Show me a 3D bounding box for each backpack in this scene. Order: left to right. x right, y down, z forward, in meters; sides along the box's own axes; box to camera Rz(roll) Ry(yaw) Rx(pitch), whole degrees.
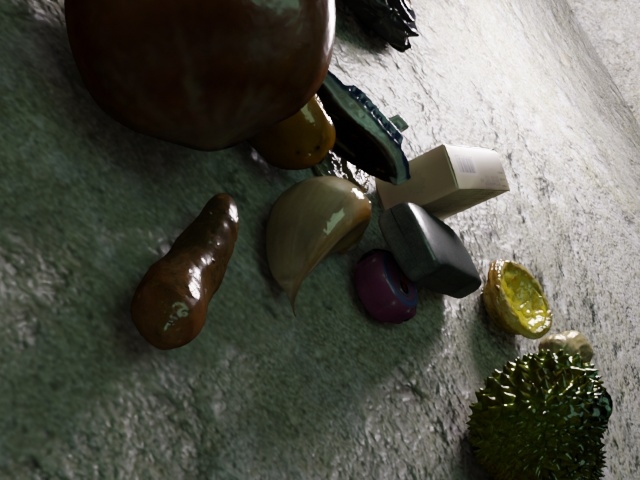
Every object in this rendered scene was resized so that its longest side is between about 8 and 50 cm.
[{"bbox_3d":[0.130,-0.522,1.877,0.258,0.133,0.206,44,28,-30],"label":"backpack"}]

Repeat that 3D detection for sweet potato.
[{"bbox_3d":[-0.168,0.038,1.099,0.097,0.097,0.292,45,31,-19],"label":"sweet potato"}]

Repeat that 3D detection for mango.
[{"bbox_3d":[-0.074,-0.224,1.369,0.151,0.156,0.249,-26,83,-19],"label":"mango"}]

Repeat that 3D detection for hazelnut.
[{"bbox_3d":[-0.159,-0.304,1.168,0.365,0.365,0.366,31,43,-34],"label":"hazelnut"}]

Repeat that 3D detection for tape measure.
[{"bbox_3d":[0.112,0.079,1.433,0.125,0.074,0.118,34,35,-38],"label":"tape measure"}]

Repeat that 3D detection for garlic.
[{"bbox_3d":[-0.004,-0.010,1.328,0.245,0.145,0.164,-46,133,-52],"label":"garlic"}]

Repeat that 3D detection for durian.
[{"bbox_3d":[0.367,0.320,1.454,0.291,0.224,0.291,-28,123,-54],"label":"durian"}]

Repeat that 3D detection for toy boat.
[{"bbox_3d":[0.071,-0.210,1.507,0.262,0.114,0.115,40,56,-14],"label":"toy boat"}]

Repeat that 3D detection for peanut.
[{"bbox_3d":[0.524,0.234,1.827,0.187,0.082,0.082,0,64,-53],"label":"peanut"}]

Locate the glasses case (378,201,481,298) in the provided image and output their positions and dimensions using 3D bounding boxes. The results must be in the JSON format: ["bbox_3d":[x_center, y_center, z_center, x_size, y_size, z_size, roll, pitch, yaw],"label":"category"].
[{"bbox_3d":[0.197,0.022,1.506,0.131,0.074,0.323,63,16,20],"label":"glasses case"}]

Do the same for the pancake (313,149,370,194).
[{"bbox_3d":[0.033,-0.142,1.543,0.158,0.028,0.158,28,48,-36],"label":"pancake"}]

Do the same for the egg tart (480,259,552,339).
[{"bbox_3d":[0.387,0.124,1.738,0.191,0.074,0.191,30,44,-34],"label":"egg tart"}]

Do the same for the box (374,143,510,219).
[{"bbox_3d":[0.232,-0.105,1.637,0.212,0.168,0.095,-3,70,-52],"label":"box"}]
